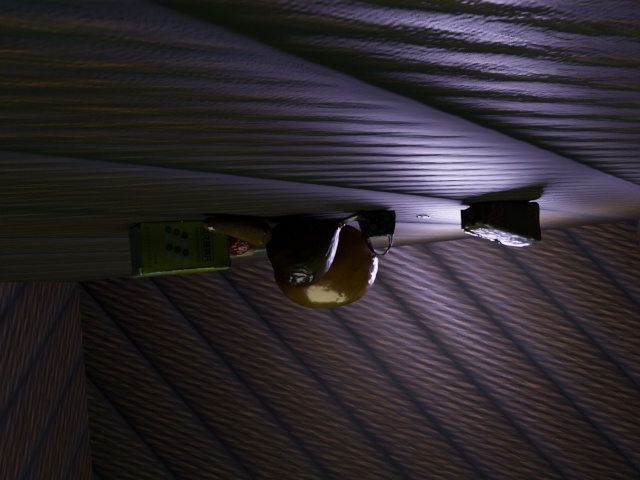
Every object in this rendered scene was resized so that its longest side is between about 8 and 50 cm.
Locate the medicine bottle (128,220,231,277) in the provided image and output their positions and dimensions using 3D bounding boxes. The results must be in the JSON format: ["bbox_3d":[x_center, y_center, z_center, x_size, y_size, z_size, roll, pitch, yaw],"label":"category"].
[{"bbox_3d":[-0.383,0.024,1.503,0.250,0.137,0.141,-4,174,-32],"label":"medicine bottle"}]

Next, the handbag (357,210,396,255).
[{"bbox_3d":[0.178,-0.021,1.706,0.115,0.139,0.072,-7,-176,-7],"label":"handbag"}]

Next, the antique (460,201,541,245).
[{"bbox_3d":[0.599,-0.068,1.849,0.284,0.150,0.125,5,166,-28],"label":"antique"}]

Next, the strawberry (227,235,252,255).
[{"bbox_3d":[-0.245,-0.008,1.620,0.106,0.106,0.106,-6,176,0],"label":"strawberry"}]

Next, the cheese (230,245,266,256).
[{"bbox_3d":[-0.316,0.044,2.424,0.256,0.050,0.127,-5,174,-39],"label":"cheese"}]

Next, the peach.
[{"bbox_3d":[0.010,0.089,1.910,0.373,0.289,0.372,-4,173,0],"label":"peach"}]

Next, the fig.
[{"bbox_3d":[0.000,0.000,1.651,0.321,0.216,0.217,-28,176,-2],"label":"fig"}]

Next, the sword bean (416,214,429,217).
[{"bbox_3d":[0.366,-0.086,1.959,0.012,0.012,0.083,-10,173,41],"label":"sword bean"}]

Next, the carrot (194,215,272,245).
[{"bbox_3d":[-0.228,-0.032,1.470,0.078,0.078,0.298,-9,171,27],"label":"carrot"}]
